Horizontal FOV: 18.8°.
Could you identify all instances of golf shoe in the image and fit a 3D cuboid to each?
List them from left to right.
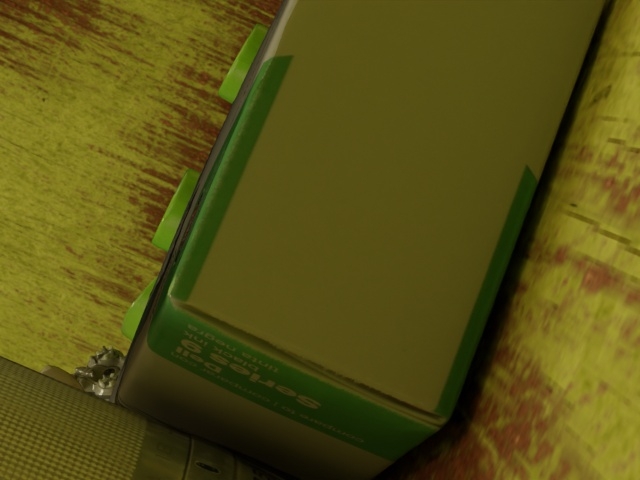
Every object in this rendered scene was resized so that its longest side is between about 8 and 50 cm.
[{"bbox_3d":[-0.106,0.134,1.417,0.069,0.176,0.086,-36,-55,-35],"label":"golf shoe"}]

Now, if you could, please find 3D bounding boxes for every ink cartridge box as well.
[{"bbox_3d":[0.000,0.000,0.871,0.289,0.121,0.211,126,167,-68],"label":"ink cartridge box"}]

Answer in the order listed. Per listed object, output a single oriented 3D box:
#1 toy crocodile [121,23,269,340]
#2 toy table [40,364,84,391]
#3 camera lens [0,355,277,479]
[{"bbox_3d":[-0.046,-0.054,1.496,0.340,0.115,0.105,-66,6,-23],"label":"toy crocodile"},{"bbox_3d":[-0.143,0.218,1.129,0.274,0.161,0.252,130,164,-72],"label":"toy table"},{"bbox_3d":[-0.143,0.161,0.788,0.219,0.274,0.219,-156,90,-84],"label":"camera lens"}]
